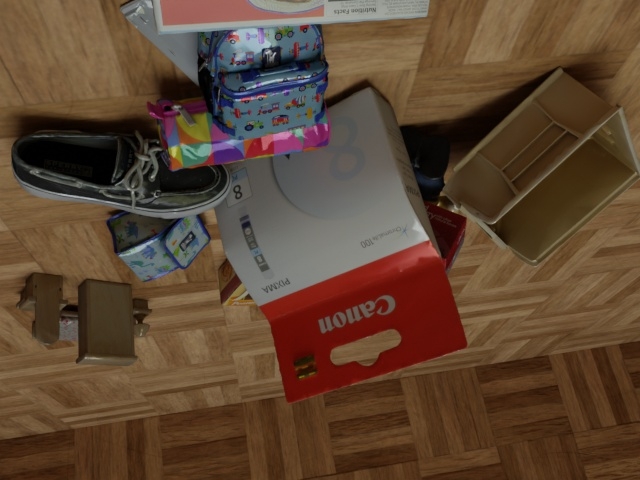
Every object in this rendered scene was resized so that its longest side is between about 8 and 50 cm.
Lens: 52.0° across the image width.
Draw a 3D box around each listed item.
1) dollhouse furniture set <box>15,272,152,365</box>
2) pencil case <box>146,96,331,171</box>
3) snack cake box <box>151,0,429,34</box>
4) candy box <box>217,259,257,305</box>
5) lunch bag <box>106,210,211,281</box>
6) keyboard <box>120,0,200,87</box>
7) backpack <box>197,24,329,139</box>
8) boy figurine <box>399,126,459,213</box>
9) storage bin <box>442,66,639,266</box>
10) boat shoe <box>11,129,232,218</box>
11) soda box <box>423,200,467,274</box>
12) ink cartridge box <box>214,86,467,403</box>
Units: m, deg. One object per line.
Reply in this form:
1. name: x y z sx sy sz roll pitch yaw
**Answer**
1. dollhouse furniture set: -0.563 0.235 1.465 0.303 0.174 0.355 13 146 -41
2. pencil case: -0.105 -0.155 0.878 0.236 0.105 0.104 -11 156 -13
3. snack cake box: -0.029 -0.285 0.603 0.264 0.089 0.152 -6 131 -10
4. candy box: -0.043 0.074 1.427 0.316 0.088 0.183 4 152 -28
5. lunch bag: -0.281 -0.004 1.172 0.151 0.096 0.129 -24 153 -5
6. keyboard: -0.143 -0.229 0.835 0.072 0.014 0.256 -24 153 15
7. backpack: -0.064 -0.218 0.760 0.158 0.117 0.173 -11 151 -14
8. boy figurine: 0.168 -0.080 1.159 0.177 0.092 0.285 16 160 11
9. storage bin: 0.365 -0.101 1.075 0.260 0.123 0.262 -44 146 12
10. boat shoe: -0.270 -0.105 0.928 0.306 0.113 0.105 9 164 -19
11. soda box: 0.105 -0.035 1.092 0.263 0.084 0.092 24 161 18
12. ink cartridge box: 0.008 0.015 0.966 0.308 0.385 0.091 -23 161 24
